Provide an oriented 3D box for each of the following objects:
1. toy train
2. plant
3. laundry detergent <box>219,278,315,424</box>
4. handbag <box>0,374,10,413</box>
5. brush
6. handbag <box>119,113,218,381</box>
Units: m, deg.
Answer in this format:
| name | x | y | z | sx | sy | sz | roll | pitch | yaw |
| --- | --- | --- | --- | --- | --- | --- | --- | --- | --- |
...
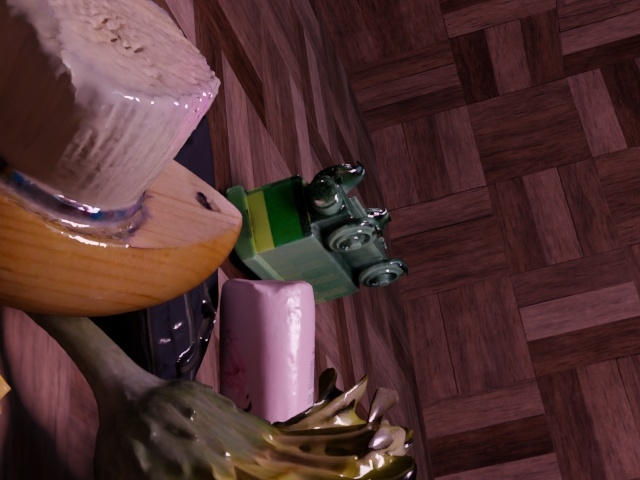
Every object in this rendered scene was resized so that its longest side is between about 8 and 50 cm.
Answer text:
| name | x | y | z | sx | sy | sz | roll | pitch | yaw |
| --- | --- | --- | --- | --- | --- | --- | --- | --- | --- |
| toy train | 0.000 | 0.000 | 1.388 | 0.301 | 0.202 | 0.120 | 51 | 24 | -64 |
| plant | -0.064 | 0.146 | 0.664 | 0.306 | 0.261 | 0.297 | 91 | -11 | -80 |
| laundry detergent | -0.055 | 0.205 | 0.941 | 0.159 | 0.088 | 0.335 | -177 | -91 | -77 |
| handbag | -0.219 | 0.100 | 0.581 | 0.083 | 0.027 | 0.061 | -88 | 160 | -52 |
| brush | -0.130 | -0.058 | 0.631 | 0.266 | 0.166 | 0.174 | 19 | 30 | -49 |
| handbag | -0.137 | 0.024 | 0.886 | 0.211 | 0.088 | 0.254 | -79 | 170 | -54 |
